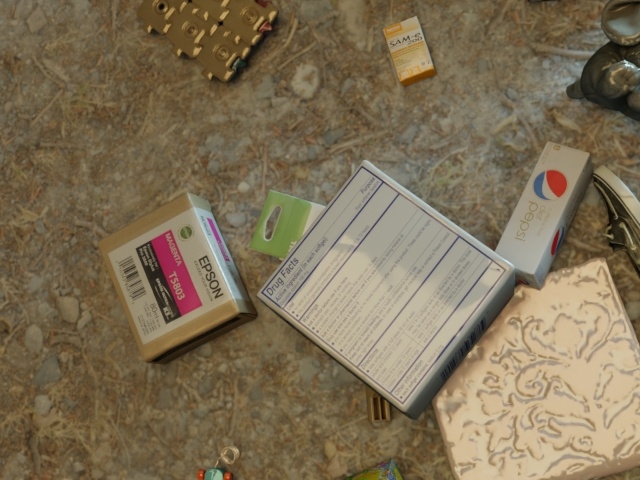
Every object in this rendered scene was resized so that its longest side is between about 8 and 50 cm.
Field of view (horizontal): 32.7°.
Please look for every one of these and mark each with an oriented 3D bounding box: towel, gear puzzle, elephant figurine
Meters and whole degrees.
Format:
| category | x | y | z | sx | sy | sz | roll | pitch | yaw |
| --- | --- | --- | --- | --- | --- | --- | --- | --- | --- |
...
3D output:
| category | x | y | z | sx | sy | sz | roll | pitch | yaw |
| --- | --- | --- | --- | --- | --- | --- | --- | --- | --- |
| towel | 0.332 | 0.223 | 1.674 | 0.331 | 0.053 | 0.317 | -19 | 76 | 12 |
| gear puzzle | -0.234 | -0.423 | 1.953 | 0.339 | 0.044 | 0.175 | 39 | 95 | 21 |
| elephant figurine | 0.507 | -0.307 | 1.649 | 0.186 | 0.169 | 0.240 | 24 | 92 | 9 |

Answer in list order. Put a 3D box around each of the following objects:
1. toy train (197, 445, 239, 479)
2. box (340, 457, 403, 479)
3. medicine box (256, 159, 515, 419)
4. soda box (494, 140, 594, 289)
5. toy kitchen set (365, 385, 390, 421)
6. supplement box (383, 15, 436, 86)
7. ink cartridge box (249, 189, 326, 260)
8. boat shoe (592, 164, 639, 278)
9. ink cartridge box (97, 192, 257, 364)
| category | x | y | z | sx | sy | sz | roll | pitch | yaw |
| --- | --- | --- | --- | --- | --- | --- | --- | --- | --- |
| toy train | -0.128 | 0.424 | 1.786 | 0.125 | 0.046 | 0.166 | -38 | 76 | 7 |
| box | 0.004 | 0.494 | 1.593 | 0.289 | 0.279 | 0.177 | -26 | 94 | 11 |
| medicine box | 0.102 | 0.076 | 1.640 | 0.289 | 0.149 | 0.263 | 37 | 84 | 17 |
| soda box | 0.344 | -0.040 | 1.677 | 0.073 | 0.069 | 0.216 | 21 | 75 | 27 |
| toy kitchen set | 0.121 | 0.247 | 1.729 | 0.068 | 0.083 | 0.075 | 0 | 79 | -25 |
| supplement box | 0.149 | -0.315 | 1.820 | 0.062 | 0.036 | 0.099 | -20 | 76 | 12 |
| ink cartridge box | 0.000 | 0.000 | 1.801 | 0.209 | 0.062 | 0.109 | 18 | 85 | 18 |
| boat shoe | 0.468 | -0.013 | 1.657 | 0.070 | 0.078 | 0.219 | -33 | 76 | 8 |
| ink cartridge box | -0.245 | 0.065 | 1.852 | 0.193 | 0.088 | 0.235 | -29 | 74 | 12 |
